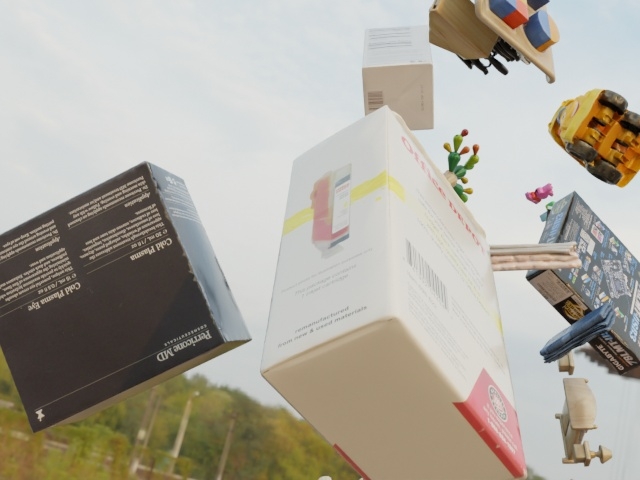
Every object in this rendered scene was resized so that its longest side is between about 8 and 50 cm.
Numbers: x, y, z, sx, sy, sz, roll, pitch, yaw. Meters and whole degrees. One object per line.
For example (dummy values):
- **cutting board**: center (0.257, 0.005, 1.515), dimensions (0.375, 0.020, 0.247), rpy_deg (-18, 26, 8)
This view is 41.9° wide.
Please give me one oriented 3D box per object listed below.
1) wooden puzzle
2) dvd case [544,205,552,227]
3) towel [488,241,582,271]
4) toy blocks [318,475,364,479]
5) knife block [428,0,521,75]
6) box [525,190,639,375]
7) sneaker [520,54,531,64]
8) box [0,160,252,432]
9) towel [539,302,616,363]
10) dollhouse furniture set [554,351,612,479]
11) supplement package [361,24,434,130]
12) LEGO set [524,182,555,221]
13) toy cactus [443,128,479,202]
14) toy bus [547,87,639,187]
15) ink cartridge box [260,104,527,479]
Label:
- **wooden puzzle**: center (0.491, -0.599, 2.053), dimensions (0.080, 0.322, 0.348), rpy_deg (-25, -42, 37)
- **dvd case**: center (0.608, -0.034, 2.096), dimensions (0.087, 0.013, 0.119), rpy_deg (10, -40, 16)
- **towel**: center (0.279, 0.032, 1.486), dimensions (0.331, 0.053, 0.317), rpy_deg (-2, -3, 10)
- **toy blocks**: center (0.198, 0.743, 2.311), dimensions (0.309, 0.260, 0.288), rpy_deg (34, -69, -30)
- **knife block**: center (0.401, -0.524, 2.133), dimensions (0.242, 0.088, 0.276), rpy_deg (24, -7, 11)
- **box**: center (0.583, 0.083, 1.767), dimensions (0.293, 0.295, 0.073), rpy_deg (45, -48, -10)
- **sneaker**: center (0.535, -0.514, 2.229), dimensions (0.109, 0.044, 0.040), rpy_deg (44, 10, -25)
- **box**: center (-0.340, 0.094, 1.360), dimensions (0.343, 0.313, 0.179), rpy_deg (-25, -10, 6)
- **towel**: center (0.383, 0.139, 1.237), dimensions (0.029, 0.067, 0.119), rpy_deg (51, -55, 6)
- **dollhouse furniture set**: center (0.691, 0.504, 2.087), dimensions (0.173, 0.356, 0.303), rpy_deg (-2, -39, 6)
- **supplement package**: center (0.155, -0.327, 1.667), dimensions (0.133, 0.244, 0.139), rpy_deg (-2, -60, 6)
- **LEGO set**: center (0.668, -0.081, 2.263), dimensions (0.227, 0.087, 0.093), rpy_deg (21, -44, -39)
- **toy cactus**: center (0.378, -0.195, 2.386), dimensions (0.112, 0.180, 0.219), rpy_deg (24, -48, 29)
- **toy bus**: center (0.567, -0.237, 1.785), dimensions (0.220, 0.149, 0.211), rpy_deg (30, 5, -35)
- **ink cartridge box**: center (0.089, 0.069, 0.975), dimensions (0.160, 0.385, 0.279), rpy_deg (-27, -58, 23)
